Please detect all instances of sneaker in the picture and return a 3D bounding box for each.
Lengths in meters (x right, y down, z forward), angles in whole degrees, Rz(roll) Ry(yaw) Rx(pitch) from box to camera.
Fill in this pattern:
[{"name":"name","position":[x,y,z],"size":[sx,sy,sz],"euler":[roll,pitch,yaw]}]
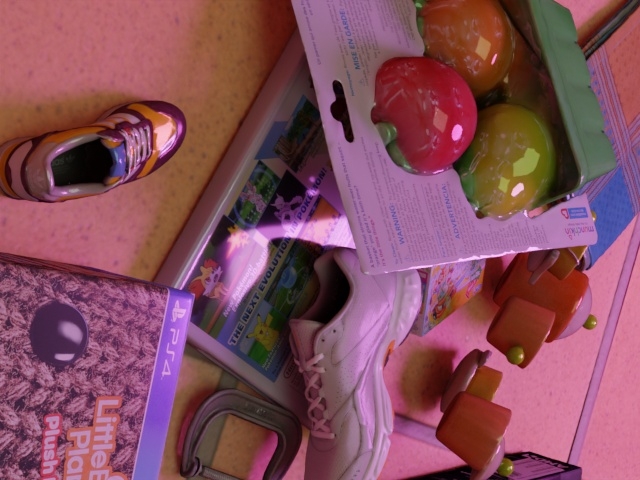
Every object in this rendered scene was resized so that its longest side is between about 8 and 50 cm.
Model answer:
[{"name":"sneaker","position":[0.009,0.129,1.121],"size":[0.121,0.099,0.262],"euler":[21,75,-37]},{"name":"sneaker","position":[-0.171,-0.070,0.950],"size":[0.185,0.084,0.069],"euler":[-27,115,-39]}]

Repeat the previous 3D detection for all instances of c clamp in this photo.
[{"name":"c clamp","position":[-0.078,0.218,1.123],"size":[0.161,0.022,0.137],"euler":[37,83,-38]}]

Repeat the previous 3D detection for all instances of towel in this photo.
[{"name":"towel","position":[0.405,-0.164,1.547],"size":[0.370,0.040,0.271],"euler":[-44,126,-34]}]

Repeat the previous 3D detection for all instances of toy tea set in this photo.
[{"name":"toy tea set","position":[0.240,0.131,1.308],"size":[0.124,0.200,0.336],"euler":[30,71,2]}]

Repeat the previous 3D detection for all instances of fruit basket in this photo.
[{"name":"fruit basket","position":[0.125,-0.133,1.160],"size":[0.353,0.165,0.327],"euler":[-9,79,-35]}]

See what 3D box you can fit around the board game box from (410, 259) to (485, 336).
[{"name":"board game box","position":[0.143,0.032,1.284],"size":[0.154,0.026,0.103],"euler":[-30,131,-52]}]

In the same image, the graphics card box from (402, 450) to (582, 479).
[{"name":"graphics card box","position":[0.164,0.392,1.359],"size":[0.371,0.094,0.233],"euler":[1,96,-46]}]

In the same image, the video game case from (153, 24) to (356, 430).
[{"name":"video game case","position":[0.000,0.000,1.169],"size":[0.300,0.036,0.329],"euler":[42,68,-41]}]

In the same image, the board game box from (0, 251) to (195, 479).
[{"name":"board game box","position":[-0.266,0.123,0.847],"size":[0.291,0.141,0.232],"euler":[12,89,-45]}]
